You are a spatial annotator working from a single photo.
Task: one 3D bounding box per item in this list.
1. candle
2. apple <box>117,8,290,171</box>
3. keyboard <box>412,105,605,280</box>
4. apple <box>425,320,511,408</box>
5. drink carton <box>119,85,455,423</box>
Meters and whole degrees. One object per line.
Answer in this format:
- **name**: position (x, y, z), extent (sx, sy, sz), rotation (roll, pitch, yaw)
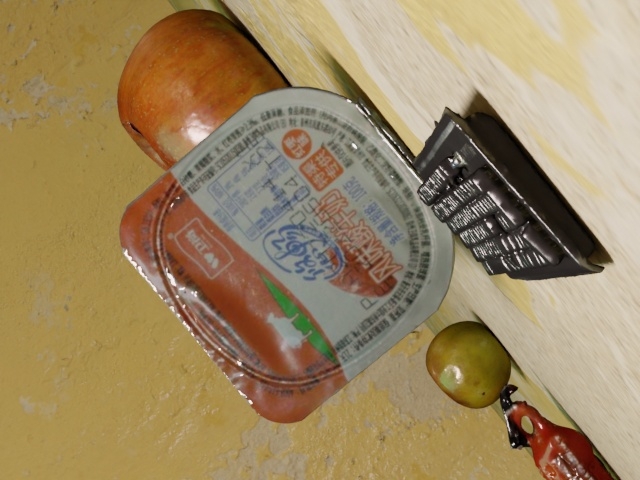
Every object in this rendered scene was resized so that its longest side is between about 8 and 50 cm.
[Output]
- **candle**: position (0.258, 0.247, 1.200), extent (0.301, 0.059, 0.084), rotation (50, 168, 1)
- **apple**: position (-0.125, -0.145, 1.503), extent (0.210, 0.173, 0.235), rotation (52, 179, -19)
- **keyboard**: position (0.078, -0.016, 0.630), extent (0.093, 0.025, 0.230), rotation (49, 179, 3)
- **apple**: position (0.149, 0.125, 1.357), extent (0.089, 0.074, 0.089), rotation (50, -179, -2)
- **drink carton**: position (0.000, 0.000, 0.966), extent (0.185, 0.191, 0.189), rotation (49, -171, 6)
